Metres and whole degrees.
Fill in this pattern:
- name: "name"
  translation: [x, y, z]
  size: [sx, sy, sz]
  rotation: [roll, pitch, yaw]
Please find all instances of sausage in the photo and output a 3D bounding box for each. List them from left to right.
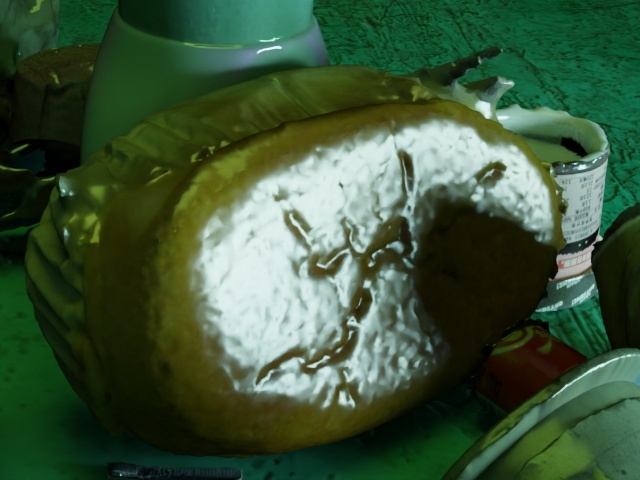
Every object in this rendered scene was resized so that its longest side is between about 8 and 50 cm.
- name: "sausage"
  translation: [0.212, 0.143, 0.782]
  size: [0.083, 0.083, 0.264]
  rotation: [-17, 36, -35]

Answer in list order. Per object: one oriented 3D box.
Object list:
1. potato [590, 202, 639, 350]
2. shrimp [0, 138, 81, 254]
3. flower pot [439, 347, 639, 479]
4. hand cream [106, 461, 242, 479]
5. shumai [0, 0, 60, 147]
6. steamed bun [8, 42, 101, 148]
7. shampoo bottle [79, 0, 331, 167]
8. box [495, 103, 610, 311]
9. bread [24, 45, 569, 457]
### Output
- name: "potato"
  translation: [0.318, 0.077, 0.795]
  size: [0.300, 0.246, 0.196]
  rotation: [-9, 60, 31]
- name: "shrimp"
  translation: [-0.358, 0.014, 0.915]
  size: [0.446, 0.109, 0.221]
  rotation: [-20, 42, -31]
- name: "flower pot"
  translation: [0.155, 0.195, 0.579]
  size: [0.212, 0.212, 0.202]
  rotation: [-19, 51, -37]
- name: "hand cream"
  translation: [-0.087, 0.185, 0.686]
  size: [0.086, 0.055, 0.235]
  rotation: [5, 21, -5]
- name: "shumai"
  translation: [-0.317, -0.180, 1.176]
  size: [0.204, 0.222, 0.272]
  rotation: [28, 67, 30]
- name: "steamed bun"
  translation: [-0.188, -0.106, 1.111]
  size: [0.175, 0.144, 0.106]
  rotation: [12, 27, 4]
- name: "shampoo bottle"
  translation: [-0.080, -0.121, 0.934]
  size: [0.222, 0.349, 0.151]
  rotation: [-18, 35, -36]
- name: "box"
  translation: [0.172, -0.034, 1.037]
  size: [0.151, 0.135, 0.151]
  rotation: [4, 30, -2]
- name: "bread"
  translation: [0.002, 0.011, 0.840]
  size: [0.389, 0.236, 0.183]
  rotation: [-20, 31, -29]
